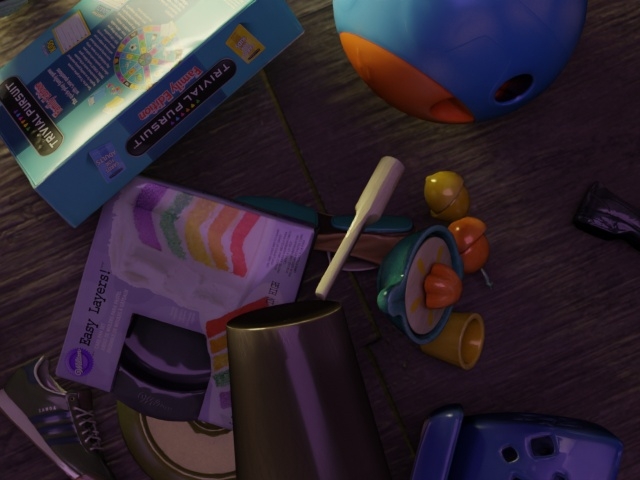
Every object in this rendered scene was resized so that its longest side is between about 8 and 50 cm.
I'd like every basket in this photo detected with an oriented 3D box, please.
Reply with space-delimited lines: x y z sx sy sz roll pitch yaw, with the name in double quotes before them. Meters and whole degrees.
"basket" -0.020 0.188 1.352 0.154 0.204 0.226 -17 102 -44

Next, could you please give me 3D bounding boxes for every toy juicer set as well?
"toy juicer set" 0.125 0.013 1.398 0.089 0.329 0.209 10 78 32

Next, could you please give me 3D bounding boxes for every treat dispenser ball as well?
"treat dispenser ball" 0.157 -0.276 1.420 0.288 0.288 0.288 0 86 -1

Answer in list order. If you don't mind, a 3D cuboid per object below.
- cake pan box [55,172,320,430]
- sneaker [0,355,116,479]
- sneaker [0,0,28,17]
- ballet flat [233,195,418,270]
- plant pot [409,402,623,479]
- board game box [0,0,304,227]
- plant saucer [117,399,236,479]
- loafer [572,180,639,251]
"cake pan box" -0.156 0.073 1.446 0.246 0.070 0.266 19 97 2
"sneaker" -0.296 0.214 1.478 0.192 0.064 0.086 40 86 15
"sneaker" -0.448 -0.320 1.371 0.366 0.210 0.137 -29 76 -42
"ballet flat" 0.000 0.000 1.508 0.232 0.080 0.073 8 116 2
"plant pot" 0.200 0.302 1.416 0.212 0.236 0.236 14 87 7
"board game box" -0.218 -0.202 1.439 0.336 0.254 0.079 -41 133 -3
"plant saucer" -0.127 0.197 1.508 0.241 0.037 0.241 0 86 -2
"loafer" 0.396 -0.018 1.522 0.170 0.062 0.061 23 81 -1
